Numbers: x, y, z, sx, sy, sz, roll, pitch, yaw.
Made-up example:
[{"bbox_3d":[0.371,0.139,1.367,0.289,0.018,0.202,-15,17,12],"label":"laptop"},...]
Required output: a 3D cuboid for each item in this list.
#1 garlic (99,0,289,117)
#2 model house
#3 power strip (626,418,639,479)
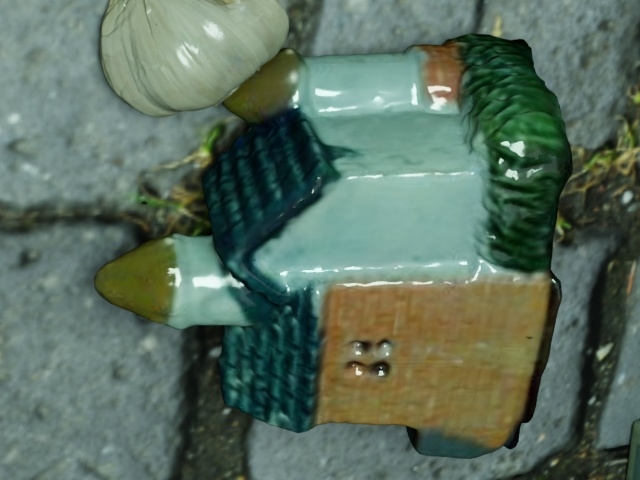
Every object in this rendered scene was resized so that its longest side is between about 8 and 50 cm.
[{"bbox_3d":[-0.075,-0.115,0.856,0.113,0.074,0.094,-33,140,7],"label":"garlic"},{"bbox_3d":[0.000,0.000,0.925,0.291,0.184,0.253,-2,124,-16],"label":"model house"},{"bbox_3d":[0.309,0.267,1.303,0.052,0.078,0.272,-15,123,-23],"label":"power strip"}]
